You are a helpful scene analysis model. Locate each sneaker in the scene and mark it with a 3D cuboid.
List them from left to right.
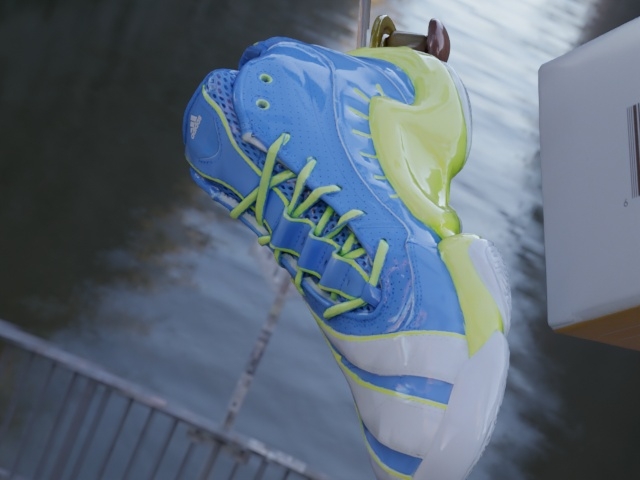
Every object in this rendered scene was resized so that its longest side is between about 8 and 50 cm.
[{"bbox_3d":[0.000,0.000,0.567,0.126,0.091,0.240,15,37,-13],"label":"sneaker"}]

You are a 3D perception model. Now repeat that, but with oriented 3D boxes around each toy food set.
[{"bbox_3d":[0.096,-0.154,1.374,0.071,0.218,0.128,-4,57,17],"label":"toy food set"}]

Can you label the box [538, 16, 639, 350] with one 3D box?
[{"bbox_3d":[0.325,-0.019,0.820,0.345,0.215,0.168,13,68,-33],"label":"box"}]
